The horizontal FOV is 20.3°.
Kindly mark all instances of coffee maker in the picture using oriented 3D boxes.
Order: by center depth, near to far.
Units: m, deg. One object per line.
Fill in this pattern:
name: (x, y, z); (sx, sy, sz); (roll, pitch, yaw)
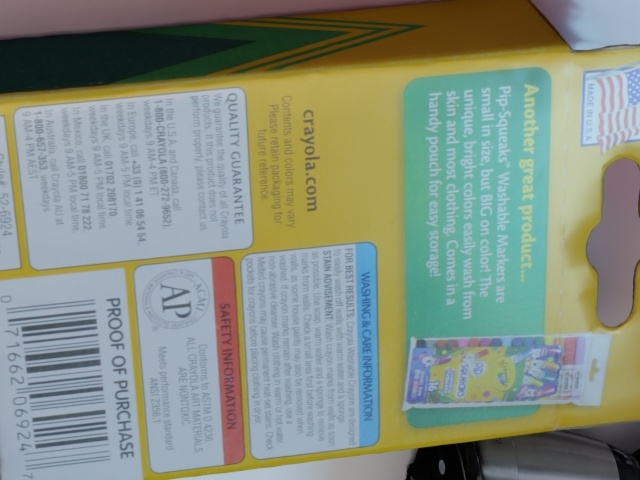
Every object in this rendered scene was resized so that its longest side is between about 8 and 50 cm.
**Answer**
coffee maker: (0.134, 0.168, 0.947); (0.178, 0.120, 0.171); (7, 138, -13)

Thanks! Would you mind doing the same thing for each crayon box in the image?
crayon box: (0.000, 0.000, 0.843); (0.323, 0.083, 0.203); (-6, 116, -8)
